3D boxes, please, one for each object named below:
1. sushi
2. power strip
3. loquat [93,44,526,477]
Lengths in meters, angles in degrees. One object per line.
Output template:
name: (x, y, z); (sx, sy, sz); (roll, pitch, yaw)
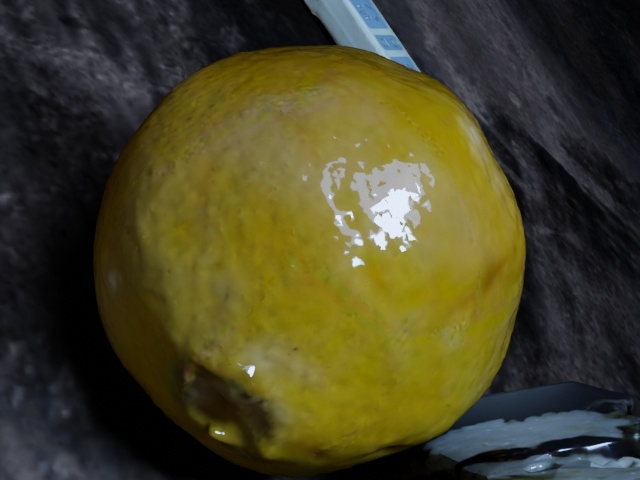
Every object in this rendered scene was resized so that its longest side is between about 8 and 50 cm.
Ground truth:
sushi: (0.112, 0.134, 0.451); (0.134, 0.273, 0.109); (-9, 92, -12)
power strip: (0.027, -0.158, 0.796); (0.047, 0.030, 0.191); (-14, 68, -54)
loquat: (0.000, 0.000, 0.490); (0.187, 0.176, 0.234); (60, 34, -14)
